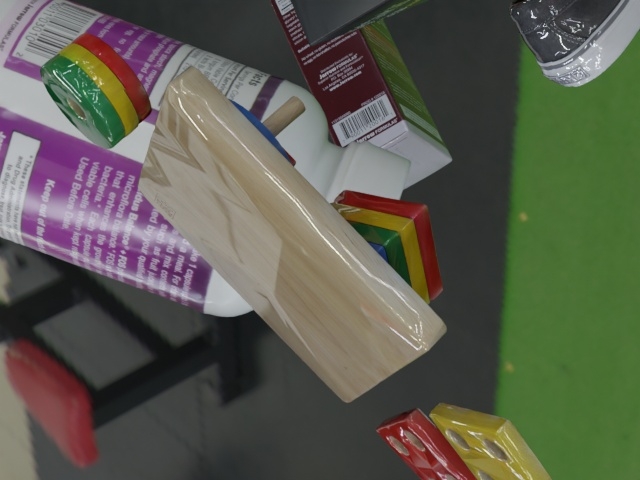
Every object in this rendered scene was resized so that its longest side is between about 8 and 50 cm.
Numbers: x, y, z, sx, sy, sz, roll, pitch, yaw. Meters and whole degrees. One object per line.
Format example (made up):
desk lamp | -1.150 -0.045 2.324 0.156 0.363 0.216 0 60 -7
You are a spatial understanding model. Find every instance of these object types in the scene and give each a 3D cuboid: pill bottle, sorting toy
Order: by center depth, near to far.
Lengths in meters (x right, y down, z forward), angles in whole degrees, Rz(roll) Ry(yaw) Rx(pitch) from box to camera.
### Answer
sorting toy | 0.000 0.000 0.579 0.274 0.046 0.132 46 161 3
pill bottle | -0.099 -0.047 0.990 0.301 0.169 0.169 21 140 2

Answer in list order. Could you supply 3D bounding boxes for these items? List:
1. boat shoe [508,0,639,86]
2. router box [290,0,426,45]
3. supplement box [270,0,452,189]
boat shoe | 0.182 -0.198 0.901 0.076 0.228 0.080 44 157 -22
router box | 0.126 -0.182 0.602 0.081 0.243 0.309 67 165 -5
supplement box | 0.029 -0.173 1.394 0.073 0.130 0.239 -29 70 16
